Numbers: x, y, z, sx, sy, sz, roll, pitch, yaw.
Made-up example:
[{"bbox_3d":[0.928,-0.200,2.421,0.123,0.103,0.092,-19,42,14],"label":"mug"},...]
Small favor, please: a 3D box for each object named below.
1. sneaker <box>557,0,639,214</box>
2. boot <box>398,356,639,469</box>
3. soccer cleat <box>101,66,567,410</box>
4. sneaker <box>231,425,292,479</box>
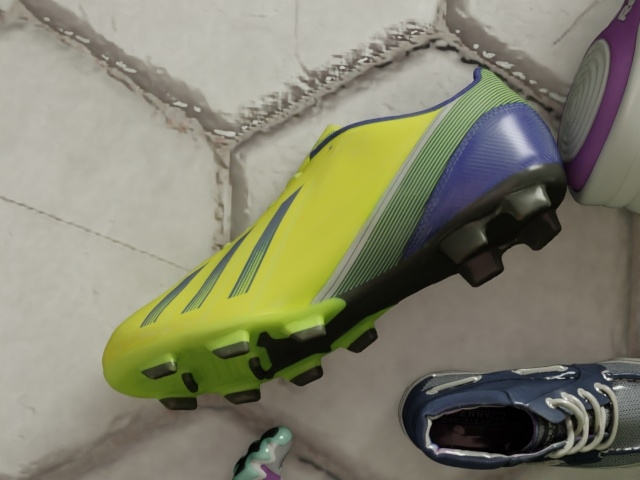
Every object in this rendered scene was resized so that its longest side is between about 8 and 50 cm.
[{"bbox_3d":[0.250,-0.144,0.820,0.152,0.114,0.305,19,112,-10],"label":"sneaker"},{"bbox_3d":[0.143,0.107,0.849,0.190,0.086,0.069,-3,94,-2],"label":"boot"},{"bbox_3d":[0.001,0.000,0.849,0.289,0.093,0.121,-27,64,4],"label":"soccer cleat"},{"bbox_3d":[-0.028,0.163,0.871,0.069,0.038,0.098,34,101,-6],"label":"sneaker"}]
